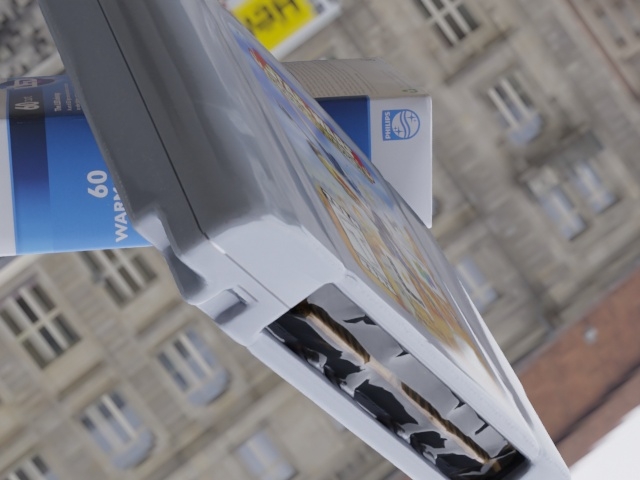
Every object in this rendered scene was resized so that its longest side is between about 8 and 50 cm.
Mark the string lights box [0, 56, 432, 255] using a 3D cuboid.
[{"bbox_3d":[-0.080,-0.050,0.912,0.259,0.077,0.133,-4,-165,-9],"label":"string lights box"}]

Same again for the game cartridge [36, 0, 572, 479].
[{"bbox_3d":[0.000,0.000,0.717,0.062,0.297,0.198,-33,-130,13],"label":"game cartridge"}]
